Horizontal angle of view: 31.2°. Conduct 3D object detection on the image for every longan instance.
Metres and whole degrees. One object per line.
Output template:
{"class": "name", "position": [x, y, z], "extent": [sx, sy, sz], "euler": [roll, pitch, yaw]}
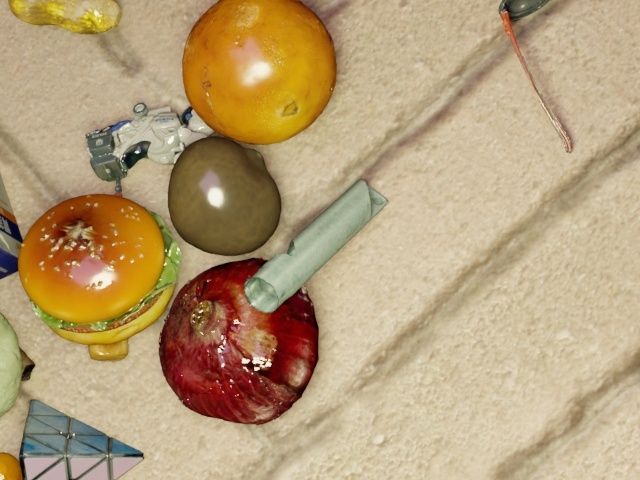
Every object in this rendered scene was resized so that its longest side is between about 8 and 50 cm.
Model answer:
{"class": "longan", "position": [-0.149, -0.064, 1.739], "extent": [0.189, 0.189, 0.189], "euler": [-3, 75, 11]}

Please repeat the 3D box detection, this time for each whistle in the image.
{"class": "whistle", "position": [0.000, 0.000, 1.668], "extent": [0.062, 0.062, 0.312], "euler": [30, 44, 18]}

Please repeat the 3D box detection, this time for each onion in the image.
{"class": "onion", "position": [-0.123, 0.143, 1.654], "extent": [0.252, 0.219, 0.252], "euler": [-7, 67, 16]}

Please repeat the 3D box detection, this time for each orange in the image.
{"class": "orange", "position": [-0.093, -0.264, 1.748], "extent": [0.240, 0.240, 0.239], "euler": [-3, 75, 11]}
{"class": "orange", "position": [-0.491, 0.365, 1.746], "extent": [0.084, 0.083, 0.083], "euler": [-3, 75, 11]}

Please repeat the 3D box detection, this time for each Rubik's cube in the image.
{"class": "Rubik's cube", "position": [-0.374, 0.316, 1.686], "extent": [0.191, 0.178, 0.211], "euler": [-11, 75, 6]}

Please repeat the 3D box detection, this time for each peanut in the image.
{"class": "peanut", "position": [-0.431, -0.397, 1.931], "extent": [0.207, 0.087, 0.087], "euler": [13, 79, 16]}

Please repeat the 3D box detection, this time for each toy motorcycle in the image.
{"class": "toy motorcycle", "position": [-0.268, -0.148, 1.830], "extent": [0.221, 0.102, 0.150], "euler": [-13, 52, 5]}

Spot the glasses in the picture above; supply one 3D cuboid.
{"class": "glasses", "position": [0.411, -0.294, 1.709], "extent": [0.234, 0.118, 0.268], "euler": [-19, 72, 5]}

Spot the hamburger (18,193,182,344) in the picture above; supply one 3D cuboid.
{"class": "hamburger", "position": [-0.337, 0.028, 1.728], "extent": [0.246, 0.170, 0.246], "euler": [-5, 55, 7]}

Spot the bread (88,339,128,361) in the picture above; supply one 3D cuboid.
{"class": "bread", "position": [-0.334, 0.139, 1.785], "extent": [0.062, 0.049, 0.103], "euler": [-4, 70, -21]}

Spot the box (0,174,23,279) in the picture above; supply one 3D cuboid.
{"class": "box", "position": [-0.589, -0.095, 1.824], "extent": [0.106, 0.200, 0.299], "euler": [-25, 72, 3]}

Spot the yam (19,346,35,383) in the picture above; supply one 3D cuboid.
{"class": "yam", "position": [-0.570, 0.105, 1.851], "extent": [0.045, 0.045, 0.327], "euler": [-34, 66, -30]}

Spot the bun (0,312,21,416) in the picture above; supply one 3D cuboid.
{"class": "bun", "position": [-0.561, 0.190, 1.756], "extent": [0.213, 0.126, 0.203], "euler": [5, 100, 35]}
